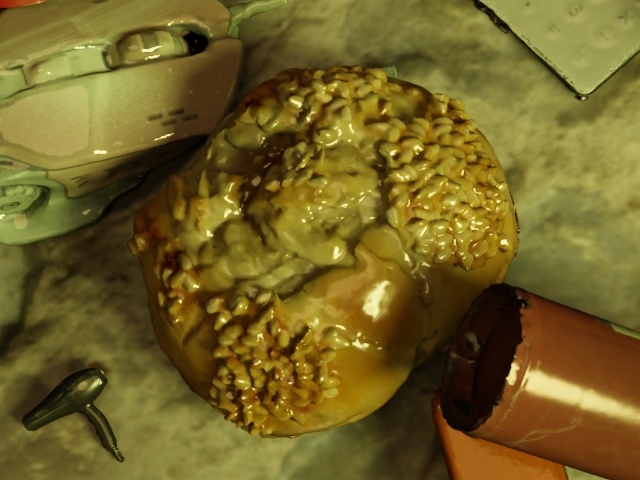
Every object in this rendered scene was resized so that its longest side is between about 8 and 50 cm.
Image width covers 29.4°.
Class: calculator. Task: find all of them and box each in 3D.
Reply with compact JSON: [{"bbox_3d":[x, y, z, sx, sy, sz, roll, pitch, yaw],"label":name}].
[{"bbox_3d":[0.262,-0.253,1.023,0.262,0.021,0.161,-43,74,-2],"label":"calculator"}]

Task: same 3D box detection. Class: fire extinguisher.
[{"bbox_3d":[0.260,0.109,0.845,0.337,0.106,0.147,19,89,-17],"label":"fire extinguisher"}]

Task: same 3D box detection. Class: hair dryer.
[{"bbox_3d":[-0.196,0.154,1.000,0.079,0.031,0.083,-36,81,11],"label":"hair dryer"}]

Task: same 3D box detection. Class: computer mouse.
[{"bbox_3d":[-0.207,-0.126,1.025,0.389,0.115,0.199,-23,77,4],"label":"computer mouse"}]

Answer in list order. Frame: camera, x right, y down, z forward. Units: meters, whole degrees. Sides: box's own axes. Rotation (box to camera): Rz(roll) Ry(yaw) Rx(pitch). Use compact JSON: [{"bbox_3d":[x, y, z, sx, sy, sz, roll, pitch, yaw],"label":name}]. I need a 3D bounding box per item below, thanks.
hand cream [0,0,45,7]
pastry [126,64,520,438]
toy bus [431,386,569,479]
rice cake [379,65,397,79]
[{"bbox_3d":[-0.253,-0.318,1.021,0.230,0.149,0.230,-9,45,9],"label":"hand cream"},{"bbox_3d":[0.000,0.000,0.934,0.311,0.162,0.255,-45,76,-2],"label":"pastry"},{"bbox_3d":[0.170,0.289,0.867,0.093,0.092,0.408,-18,73,8],"label":"toy bus"},{"bbox_3d":[0.008,-0.124,1.034,0.121,0.021,0.022,-11,65,7],"label":"rice cake"}]
